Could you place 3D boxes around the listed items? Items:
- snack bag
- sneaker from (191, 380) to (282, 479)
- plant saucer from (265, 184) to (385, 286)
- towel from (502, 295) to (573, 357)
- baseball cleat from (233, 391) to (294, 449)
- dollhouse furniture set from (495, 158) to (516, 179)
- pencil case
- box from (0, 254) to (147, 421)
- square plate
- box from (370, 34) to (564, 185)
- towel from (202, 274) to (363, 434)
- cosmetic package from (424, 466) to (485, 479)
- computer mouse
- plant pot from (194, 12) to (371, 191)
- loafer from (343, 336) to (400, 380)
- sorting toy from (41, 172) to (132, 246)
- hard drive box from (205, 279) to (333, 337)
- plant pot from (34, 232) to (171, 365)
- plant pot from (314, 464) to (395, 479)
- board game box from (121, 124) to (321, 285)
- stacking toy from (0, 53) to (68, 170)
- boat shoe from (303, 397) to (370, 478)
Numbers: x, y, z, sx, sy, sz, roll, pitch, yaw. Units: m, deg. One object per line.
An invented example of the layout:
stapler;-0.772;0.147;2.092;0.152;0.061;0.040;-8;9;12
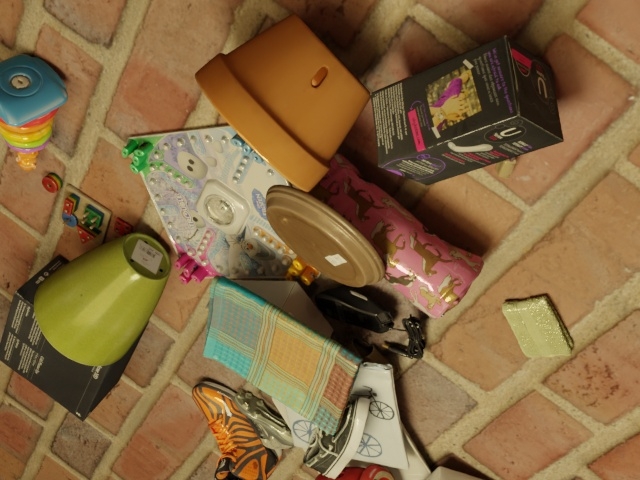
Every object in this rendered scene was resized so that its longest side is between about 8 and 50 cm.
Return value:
snack bag;0.044;0.398;2.055;0.323;0.037;0.343;5;126;26
sneaker;-0.247;0.533;2.291;0.321;0.180;0.124;45;133;-8
plant saucer;0.000;0.000;1.630;0.278;0.041;0.278;33;161;13
towel;0.438;0.178;1.734;0.110;0.027;0.148;-14;115;36
baseball cleat;-0.155;0.488;2.273;0.206;0.072;0.109;34;122;3
dollhouse furniture set;0.356;-0.172;1.532;0.081;0.091;0.114;-12;154;-9
pencil case;0.126;-0.013;1.676;0.386;0.160;0.167;37;157;1
box;-0.685;0.273;2.351;0.312;0.179;0.343;37;134;2
square plate;0.091;0.497;2.160;0.344;0.049;0.347;-14;115;36
box;0.240;-0.208;1.434;0.270;0.165;0.143;-16;71;37
towel;-0.097;0.251;1.870;0.370;0.040;0.271;30;135;16
cosmetic package;0.289;0.725;2.111;0.197;0.155;0.365;21;135;-13
computer mouse;0.121;0.176;1.904;0.262;0.060;0.184;15;150;26
plant pot;-0.049;-0.260;1.517;0.203;0.291;0.291;-44;97;10
loafer;0.118;0.274;1.971;0.148;0.056;0.050;28;139;9
sorting toy;-0.592;-0.047;2.148;0.274;0.046;0.132;33;133;4
hard drive box;-0.117;0.179;1.960;0.232;0.089;0.181;-3;137;38
plant pot;-0.502;0.115;2.088;0.275;0.275;0.293;45;122;-7
plant pot;0.096;0.651;2.115;0.174;0.191;0.191;-19;112;31
board game box;-0.226;-0.066;1.919;0.390;0.050;0.390;-2;123;31
stacking toy;-0.682;-0.263;1.983;0.175;0.165;0.302;43;146;16
boat shoe;0.031;0.453;2.003;0.105;0.113;0.306;19;142;-4
